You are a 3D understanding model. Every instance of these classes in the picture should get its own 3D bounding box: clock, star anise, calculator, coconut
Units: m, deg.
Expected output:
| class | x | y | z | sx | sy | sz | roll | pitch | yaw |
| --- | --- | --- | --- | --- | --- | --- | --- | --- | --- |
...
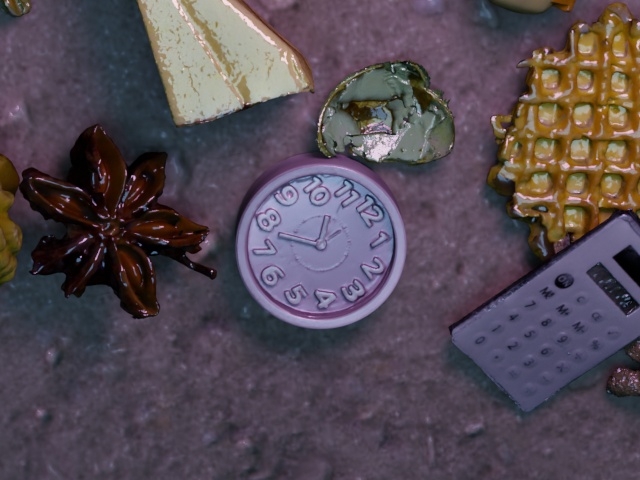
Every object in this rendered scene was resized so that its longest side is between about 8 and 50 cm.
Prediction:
| class | x | y | z | sx | sy | sz | roll | pitch | yaw |
| --- | --- | --- | --- | --- | --- | --- | --- | --- | --- |
| clock | 0.000 | 0.000 | 1.924 | 0.196 | 0.068 | 0.197 | -1 | 104 | -2 |
| star anise | -0.243 | -0.014 | 1.875 | 0.190 | 0.125 | 0.220 | -29 | 99 | -36 |
| calculator | 0.296 | 0.084 | 1.943 | 0.261 | 0.021 | 0.161 | -37 | 115 | 19 |
| coconut | 0.078 | -0.143 | 1.894 | 0.158 | 0.055 | 0.133 | 17 | 97 | -9 |

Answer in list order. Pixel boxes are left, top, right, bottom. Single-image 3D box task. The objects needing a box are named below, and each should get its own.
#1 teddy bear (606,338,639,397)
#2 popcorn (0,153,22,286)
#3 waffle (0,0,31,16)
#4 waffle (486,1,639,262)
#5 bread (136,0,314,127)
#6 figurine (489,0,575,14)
| class | x | y | z | sx | sy | sz | roll | pitch | yaw |
| --- | --- | --- | --- | --- | --- | --- | --- | --- | --- |
| teddy bear | 0.430 | 0.164 | 1.980 | 0.160 | 0.078 | 0.119 | 15 | 100 | -5 |
| popcorn | -0.446 | -0.046 | 1.839 | 0.237 | 0.252 | 0.206 | 12 | 134 | -39 |
| waffle | -0.406 | -0.397 | 1.802 | 0.317 | 0.073 | 0.297 | 14 | 110 | -13 |
| waffle | 0.335 | -0.108 | 1.909 | 0.329 | 0.062 | 0.329 | -1 | 110 | -2 |
| bread | -0.116 | -0.265 | 1.798 | 0.163 | 0.168 | 0.264 | -16 | 104 | 1 |
| figurine | 0.252 | -0.369 | 1.793 | 0.180 | 0.154 | 0.262 | 28 | 108 | 5 |
